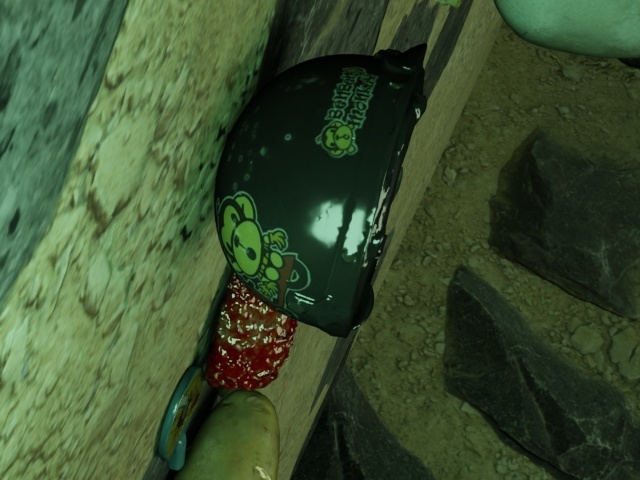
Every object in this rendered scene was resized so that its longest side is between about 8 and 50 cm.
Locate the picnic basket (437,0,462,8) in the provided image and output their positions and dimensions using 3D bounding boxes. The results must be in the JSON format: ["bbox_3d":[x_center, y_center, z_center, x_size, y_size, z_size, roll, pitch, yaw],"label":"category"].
[{"bbox_3d":[0.093,-0.352,1.096,0.228,0.175,0.312,87,26,-74],"label":"picnic basket"}]

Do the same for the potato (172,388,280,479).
[{"bbox_3d":[-0.115,0.283,1.829,0.161,0.128,0.234,168,-59,-79],"label":"potato"}]

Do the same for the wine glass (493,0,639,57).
[{"bbox_3d":[0.244,-0.334,1.748,0.238,0.323,0.238,20,90,-83],"label":"wine glass"}]

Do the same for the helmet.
[{"bbox_3d":[-0.005,-0.059,1.358,0.230,0.160,0.278,101,1,-55],"label":"helmet"}]

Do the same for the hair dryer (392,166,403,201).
[{"bbox_3d":[0.005,0.008,1.744,0.296,0.119,0.298,-89,-163,-52],"label":"hair dryer"}]

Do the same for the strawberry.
[{"bbox_3d":[-0.066,0.086,1.674,0.140,0.085,0.192,-32,139,-81],"label":"strawberry"}]

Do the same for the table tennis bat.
[{"bbox_3d":[-0.148,0.193,1.665,0.155,0.019,0.100,102,10,-48],"label":"table tennis bat"}]
